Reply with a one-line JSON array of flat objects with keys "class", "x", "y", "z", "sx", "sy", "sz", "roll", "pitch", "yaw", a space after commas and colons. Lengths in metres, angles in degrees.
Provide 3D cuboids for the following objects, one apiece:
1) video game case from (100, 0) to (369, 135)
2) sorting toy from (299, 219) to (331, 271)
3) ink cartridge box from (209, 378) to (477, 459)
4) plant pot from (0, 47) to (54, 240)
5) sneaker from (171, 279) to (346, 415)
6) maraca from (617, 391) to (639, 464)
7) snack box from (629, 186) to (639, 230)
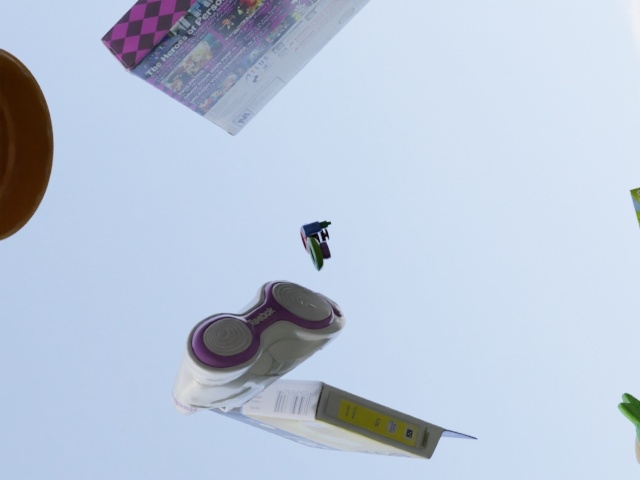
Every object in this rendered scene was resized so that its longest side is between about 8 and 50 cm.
[{"class": "video game case", "x": -0.034, "y": -0.194, "z": 0.882, "sx": 0.042, "sy": 0.232, "sz": 0.210, "roll": 48, "pitch": -172, "yaw": 17}, {"class": "sorting toy", "x": 0.000, "y": 0.000, "z": 1.635, "sx": 0.102, "sy": 0.042, "sz": 0.061, "roll": -122, "pitch": 16, "yaw": -62}, {"class": "ink cartridge box", "x": 0.027, "y": 0.284, "z": 1.761, "sx": 0.307, "sy": 0.303, "sz": 0.072, "roll": 27, "pitch": -111, "yaw": -31}, {"class": "plant pot", "x": -0.423, "y": -0.103, "z": 1.221, "sx": 0.205, "sy": 0.187, "sz": 0.205, "roll": -11, "pitch": -78, "yaw": -62}, {"class": "sneaker", "x": -0.090, "y": 0.147, "z": 1.571, "sx": 0.305, "sy": 0.152, "sz": 0.114, "roll": -18, "pitch": -125, "yaw": -47}, {"class": "maraca", "x": 0.447, "y": 0.263, "z": 1.449, "sx": 0.127, "sy": 0.099, "sz": 0.186, "roll": 16, "pitch": -150, "yaw": -36}, {"class": "snack box", "x": 0.506, "y": 0.014, "z": 1.458, "sx": 0.070, "sy": 0.174, "sz": 0.207, "roll": 21, "pitch": -124, "yaw": -66}]
